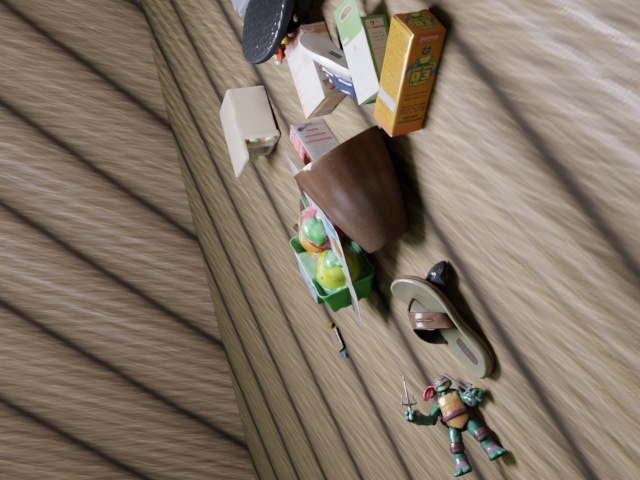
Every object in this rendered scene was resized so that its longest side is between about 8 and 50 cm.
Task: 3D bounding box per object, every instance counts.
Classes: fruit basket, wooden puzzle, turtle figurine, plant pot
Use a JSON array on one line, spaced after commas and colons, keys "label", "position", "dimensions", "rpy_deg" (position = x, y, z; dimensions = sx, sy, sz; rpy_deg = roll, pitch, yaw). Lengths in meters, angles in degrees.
[{"label": "fruit basket", "position": [0.000, 0.000, 1.814], "dimensions": [0.327, 0.165, 0.353], "rpy_deg": [59, 177, 43]}, {"label": "wooden puzzle", "position": [0.051, 0.296, 2.196], "dimensions": [0.078, 0.014, 0.116], "rpy_deg": [129, 123, -70]}, {"label": "turtle figurine", "position": [0.281, 0.362, 1.534], "dimensions": [0.175, 0.118, 0.234], "rpy_deg": [-38, 64, 23]}, {"label": "plant pot", "position": [0.091, -0.096, 1.594], "dimensions": [0.230, 0.215, 0.215], "rpy_deg": [59, 159, -1]}]

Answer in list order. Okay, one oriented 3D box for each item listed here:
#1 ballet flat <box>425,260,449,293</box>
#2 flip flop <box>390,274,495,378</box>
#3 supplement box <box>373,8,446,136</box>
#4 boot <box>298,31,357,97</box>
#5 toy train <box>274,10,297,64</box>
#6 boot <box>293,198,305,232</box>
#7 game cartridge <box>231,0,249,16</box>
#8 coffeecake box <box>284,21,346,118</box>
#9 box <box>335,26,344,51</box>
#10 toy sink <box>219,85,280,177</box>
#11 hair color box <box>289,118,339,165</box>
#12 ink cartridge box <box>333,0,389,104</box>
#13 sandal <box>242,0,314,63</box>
[{"label": "ballet flat", "position": [0.241, 0.102, 1.558], "dimensions": [0.057, 0.049, 0.173], "rpy_deg": [27, 149, 4]}, {"label": "flip flop", "position": [0.237, 0.179, 1.495], "dimensions": [0.277, 0.080, 0.112], "rpy_deg": [49, 156, 22]}, {"label": "supplement box", "position": [0.166, -0.314, 1.389], "dimensions": [0.080, 0.078, 0.233], "rpy_deg": [57, 154, 37]}, {"label": "boot", "position": [0.021, -0.396, 1.656], "dimensions": [0.190, 0.069, 0.086], "rpy_deg": [41, 154, 30]}, {"label": "toy train", "position": [-0.093, -0.539, 1.865], "dimensions": [0.125, 0.046, 0.166], "rpy_deg": [-55, -36, -61]}, {"label": "boot", "position": [-0.054, -0.078, 2.159], "dimensions": [0.106, 0.037, 0.114], "rpy_deg": [18, 126, 50]}, {"label": "game cartridge", "position": [-0.239, -0.818, 2.086], "dimensions": [0.198, 0.062, 0.297], "rpy_deg": [-23, 83, 64]}, {"label": "coffeecake box", "position": [-0.013, -0.412, 1.780], "dimensions": [0.142, 0.068, 0.185], "rpy_deg": [-32, 75, 68]}, {"label": "box", "position": [0.064, -0.452, 1.627], "dimensions": [0.083, 0.018, 0.067], "rpy_deg": [4, 109, 68]}, {"label": "toy sink", "position": [-0.212, -0.333, 2.250], "dimensions": [0.153, 0.131, 0.234], "rpy_deg": [130, 126, -65]}, {"label": "hair color box", "position": [-0.004, -0.230, 1.852], "dimensions": [0.053, 0.093, 0.167], "rpy_deg": [101, 147, -49]}, {"label": "ink cartridge box", "position": [0.099, -0.399, 1.516], "dimensions": [0.109, 0.062, 0.209], "rpy_deg": [-19, 86, 69]}, {"label": "sandal", "position": [-0.061, -0.587, 1.692], "dimensions": [0.445, 0.107, 0.167], "rpy_deg": [-56, 45, 38]}]
